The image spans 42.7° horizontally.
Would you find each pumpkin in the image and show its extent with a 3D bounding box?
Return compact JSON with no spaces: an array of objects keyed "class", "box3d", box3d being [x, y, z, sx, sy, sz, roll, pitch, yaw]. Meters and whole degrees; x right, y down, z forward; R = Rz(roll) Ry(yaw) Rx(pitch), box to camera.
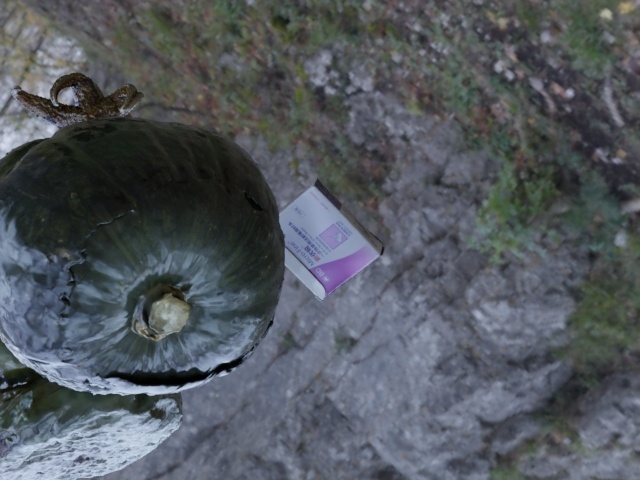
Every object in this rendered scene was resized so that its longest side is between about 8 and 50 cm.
[{"class":"pumpkin","box3d":[-0.196,0.021,0.856,0.328,0.291,0.257,-10,-152,-30]}]

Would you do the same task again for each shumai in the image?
[{"class":"shumai","box3d":[-0.355,0.181,1.134,0.304,0.309,0.263,48,-159,-68]}]

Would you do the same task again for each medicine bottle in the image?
[{"class":"medicine bottle","box3d":[0.000,0.000,1.630,0.201,0.171,0.052,46,-156,-14]}]

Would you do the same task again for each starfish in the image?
[{"class":"starfish","box3d":[-0.349,-0.170,1.179,0.190,0.146,0.074,12,174,-5]}]

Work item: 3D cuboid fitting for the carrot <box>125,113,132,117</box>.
[{"class":"carrot","box3d":[-0.516,-0.233,1.962,0.043,0.043,0.248,37,-135,-13]}]
